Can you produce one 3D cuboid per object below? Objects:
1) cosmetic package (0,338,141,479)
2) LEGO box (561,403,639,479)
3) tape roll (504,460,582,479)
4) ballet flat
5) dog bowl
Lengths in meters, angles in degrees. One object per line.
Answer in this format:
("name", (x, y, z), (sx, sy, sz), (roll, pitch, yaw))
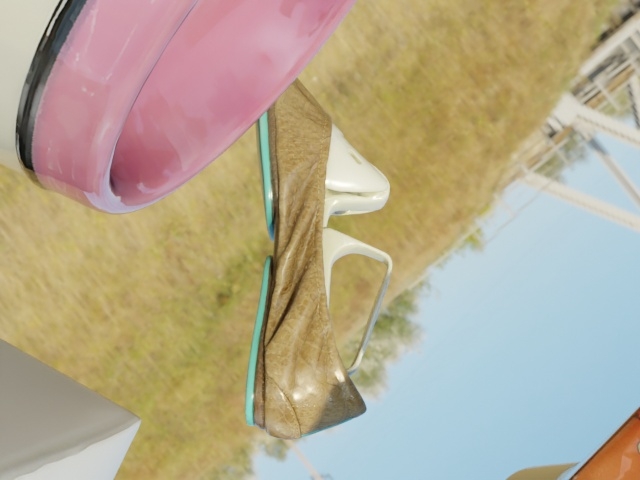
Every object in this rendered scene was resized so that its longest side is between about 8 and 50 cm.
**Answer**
("cosmetic package", (-0.400, 0.192, 0.605), (0.329, 0.393, 0.327), (-65, 169, 5))
("LEGO box", (0.409, 0.241, 0.548), (0.372, 0.500, 0.193), (-36, 160, -23))
("tape roll", (0.335, 0.433, 1.255), (0.100, 0.286, 0.286), (-24, -168, 49))
("ballet flat", (0.000, 0.000, 0.837), (0.124, 0.342, 0.116), (0, 161, -1))
("dog bowl", (-0.079, -0.188, 0.616), (0.408, 0.150, 0.408), (-48, 176, -5))
